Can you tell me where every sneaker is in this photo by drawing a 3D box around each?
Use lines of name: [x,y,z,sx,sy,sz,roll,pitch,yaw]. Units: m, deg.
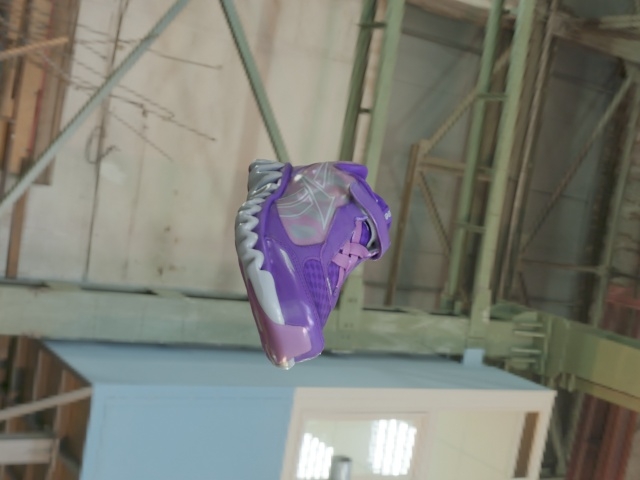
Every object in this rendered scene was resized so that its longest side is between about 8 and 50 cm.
sneaker: [0.000,0.000,0.649,0.236,0.105,0.095,-90,171,-64]
